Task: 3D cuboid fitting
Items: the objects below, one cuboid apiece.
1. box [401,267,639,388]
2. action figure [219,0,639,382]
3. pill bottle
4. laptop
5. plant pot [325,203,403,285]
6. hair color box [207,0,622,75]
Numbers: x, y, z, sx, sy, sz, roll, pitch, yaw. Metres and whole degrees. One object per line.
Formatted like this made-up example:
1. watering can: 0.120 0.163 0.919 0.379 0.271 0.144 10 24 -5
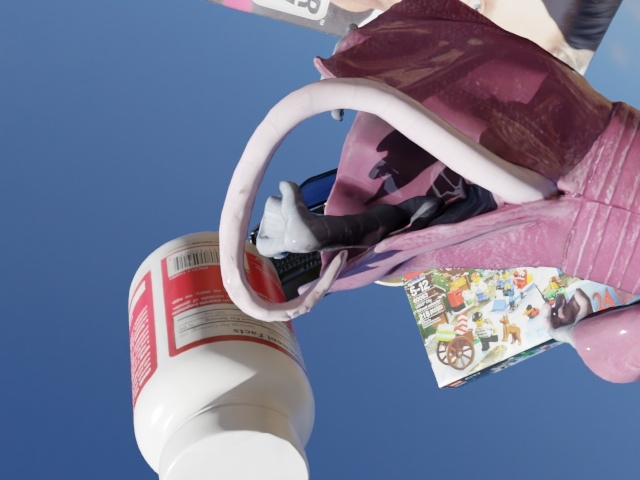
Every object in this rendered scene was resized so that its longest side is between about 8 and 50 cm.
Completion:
1. box: 0.201 0.037 0.970 0.044 0.233 0.159 14 -128 -54
2. action figure: 0.166 -0.039 0.537 0.370 0.248 0.276 16 -171 12
3. pill bottle: -0.135 0.180 1.246 0.229 0.229 0.407 18 -155 -22
4. laptop: 0.000 0.000 1.596 0.137 0.264 0.234 4 -163 34
5. plant pot: 0.186 -0.083 2.025 0.256 0.256 0.274 37 -133 10
6. hair color box: 0.069 -0.249 0.748 0.347 0.174 0.105 14 -134 -4
